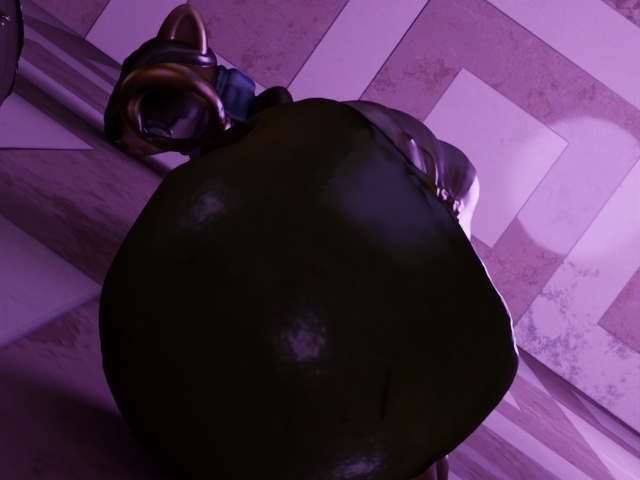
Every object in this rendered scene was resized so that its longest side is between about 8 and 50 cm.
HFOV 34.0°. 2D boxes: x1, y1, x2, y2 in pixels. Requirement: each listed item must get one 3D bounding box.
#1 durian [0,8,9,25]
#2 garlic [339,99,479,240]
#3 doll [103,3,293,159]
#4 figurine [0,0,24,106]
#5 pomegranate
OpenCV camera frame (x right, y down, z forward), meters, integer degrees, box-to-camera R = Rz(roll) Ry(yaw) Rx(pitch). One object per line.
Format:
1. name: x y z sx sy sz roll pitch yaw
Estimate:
1. durian: -0.257 -0.095 0.469 0.193 0.138 0.237 38 46 -16
2. garlic: 0.000 0.000 0.959 0.253 0.245 0.245 -1 -20 39
3. doll: -0.124 -0.128 1.376 0.340 0.209 0.318 36 -27 -11
4. figurine: -0.377 -0.255 0.774 0.316 0.206 0.284 33 -8 36
5. pomegranate: -0.019 0.058 0.516 0.190 0.159 0.240 47 -18 27
